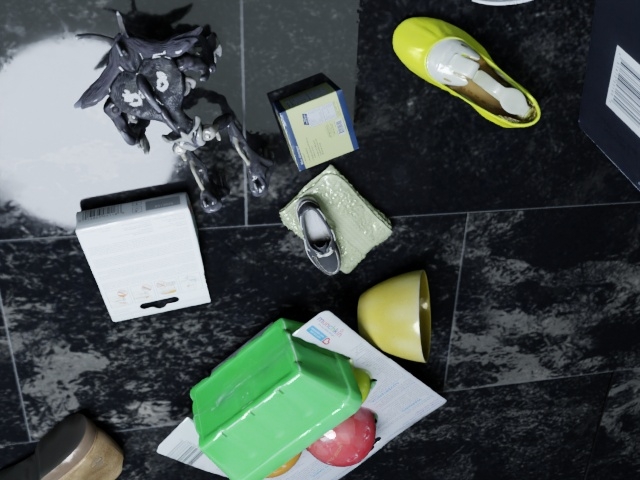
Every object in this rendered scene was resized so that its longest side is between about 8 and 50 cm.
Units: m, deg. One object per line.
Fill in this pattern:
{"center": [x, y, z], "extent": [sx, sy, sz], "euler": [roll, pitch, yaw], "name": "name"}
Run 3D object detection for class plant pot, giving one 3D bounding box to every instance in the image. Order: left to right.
{"center": [0.108, 0.112, 0.946], "extent": [0.095, 0.134, 0.134], "euler": [-3, 118, 16], "name": "plant pot"}

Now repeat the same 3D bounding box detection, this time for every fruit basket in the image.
{"center": [-0.016, 0.271, 0.989], "extent": [0.327, 0.165, 0.353], "euler": [-40, 137, 13], "name": "fruit basket"}

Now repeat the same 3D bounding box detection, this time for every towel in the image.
{"center": [0.024, -0.025, 0.906], "extent": [0.110, 0.027, 0.148], "euler": [-43, 117, 10], "name": "towel"}

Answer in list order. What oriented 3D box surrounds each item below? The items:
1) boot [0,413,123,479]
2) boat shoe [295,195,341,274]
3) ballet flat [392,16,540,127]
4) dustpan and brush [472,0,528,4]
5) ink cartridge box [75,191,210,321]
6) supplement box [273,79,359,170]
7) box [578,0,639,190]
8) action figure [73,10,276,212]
{"center": [-0.431, 0.391, 0.957], "extent": [0.305, 0.112, 0.115], "euler": [-36, 128, 2], "name": "boot"}
{"center": [0.000, 0.000, 0.876], "extent": [0.046, 0.038, 0.125], "euler": [-18, 118, -2], "name": "boat shoe"}
{"center": [0.199, -0.214, 0.830], "extent": [0.230, 0.077, 0.077], "euler": [27, 107, -23], "name": "ballet flat"}
{"center": [0.299, -0.367, 0.791], "extent": [0.211, 0.060, 0.148], "euler": [-4, 116, -12], "name": "dustpan and brush"}
{"center": [-0.234, 0.025, 0.872], "extent": [0.145, 0.045, 0.179], "euler": [-12, 135, -9], "name": "ink cartridge box"}
{"center": [-0.006, -0.148, 0.824], "extent": [0.083, 0.056, 0.083], "euler": [-21, 118, -3], "name": "supplement box"}
{"center": [0.505, -0.245, 0.774], "extent": [0.293, 0.183, 0.296], "euler": [-26, 145, -1], "name": "box"}
{"center": [-0.168, -0.156, 0.739], "extent": [0.164, 0.141, 0.276], "euler": [-31, 134, 4], "name": "action figure"}
